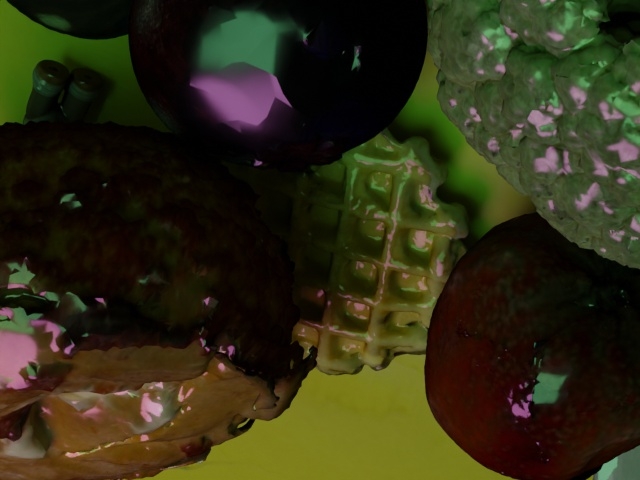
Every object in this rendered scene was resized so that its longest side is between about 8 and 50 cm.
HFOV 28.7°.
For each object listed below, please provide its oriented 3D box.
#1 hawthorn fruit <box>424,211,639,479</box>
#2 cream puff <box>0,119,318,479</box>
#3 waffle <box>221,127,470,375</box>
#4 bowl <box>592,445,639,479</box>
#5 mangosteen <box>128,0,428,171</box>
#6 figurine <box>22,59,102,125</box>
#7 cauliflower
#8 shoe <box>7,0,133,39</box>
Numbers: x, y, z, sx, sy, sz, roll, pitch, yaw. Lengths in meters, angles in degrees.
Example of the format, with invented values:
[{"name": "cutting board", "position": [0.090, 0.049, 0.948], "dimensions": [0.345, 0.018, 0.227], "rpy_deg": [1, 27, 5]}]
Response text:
[{"name": "hawthorn fruit", "position": [0.147, 0.081, 0.872], "dimensions": [0.181, 0.181, 0.235], "rpy_deg": [41, 148, -3]}, {"name": "cream puff", "position": [-0.184, 0.037, 0.888], "dimensions": [0.350, 0.228, 0.350], "rpy_deg": [-9, 153, -5]}, {"name": "waffle", "position": [-0.001, 0.001, 0.969], "dimensions": [0.261, 0.056, 0.250], "rpy_deg": [-30, 104, 34]}, {"name": "bowl", "position": [0.343, 0.183, 0.839], "dimensions": [0.313, 0.146, 0.313], "rpy_deg": [2, 92, 61]}, {"name": "mangosteen", "position": [-0.030, -0.160, 0.811], "dimensions": [0.194, 0.194, 0.230], "rpy_deg": [-9, 83, 29]}, {"name": "figurine", "position": [-0.232, -0.050, 1.020], "dimensions": [0.147, 0.093, 0.197], "rpy_deg": [13, 131, -23]}, {"name": "cauliflower", "position": [0.195, -0.123, 0.730], "dimensions": [0.250, 0.275, 0.272], "rpy_deg": [-40, 65, 2]}, {"name": "shoe", "position": [-0.212, -0.283, 0.774], "dimensions": [0.171, 0.237, 0.384], "rpy_deg": [0, 119, 25]}]
